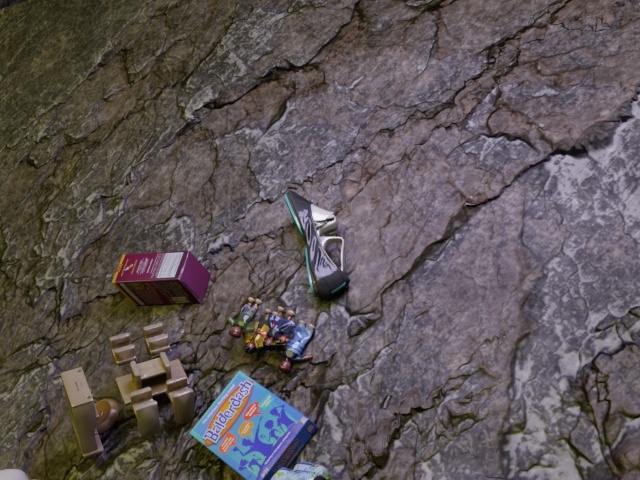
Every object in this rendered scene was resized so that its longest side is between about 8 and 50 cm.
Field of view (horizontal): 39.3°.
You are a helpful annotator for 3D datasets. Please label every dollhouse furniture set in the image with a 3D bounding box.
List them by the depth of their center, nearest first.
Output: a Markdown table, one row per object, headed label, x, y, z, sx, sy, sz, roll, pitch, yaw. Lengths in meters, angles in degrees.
| label | x | y | z | sx | sy | sz | roll | pitch | yaw |
| --- | --- | --- | --- | --- | --- | --- | --- | --- | --- |
| dollhouse furniture set | -0.397 | 0.325 | 1.862 | 0.242 | 0.161 | 0.212 | -15 | 43 | -20 |

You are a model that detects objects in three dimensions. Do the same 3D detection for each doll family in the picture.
| label | x | y | z | sx | sy | sz | roll | pitch | yaw |
| --- | --- | --- | --- | --- | --- | --- | --- | --- | --- |
| doll family | -0.102 | 0.196 | 1.824 | 0.193 | 0.076 | 0.111 | 13 | 58 | 32 |

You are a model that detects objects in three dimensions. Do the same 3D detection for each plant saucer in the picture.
| label | x | y | z | sx | sy | sz | roll | pitch | yaw |
| --- | --- | --- | --- | --- | --- | --- | --- | --- | --- |
| plant saucer | -0.473 | 0.375 | 1.930 | 0.083 | 0.015 | 0.083 | -15 | 50 | 18 |

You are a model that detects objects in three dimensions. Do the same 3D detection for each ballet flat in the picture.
| label | x | y | z | sx | sy | sz | roll | pitch | yaw |
| --- | --- | --- | --- | --- | --- | --- | --- | --- | --- |
| ballet flat | 0.000 | 0.000 | 1.914 | 0.096 | 0.095 | 0.280 | -19 | 58 | 2 |

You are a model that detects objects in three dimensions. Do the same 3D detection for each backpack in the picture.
| label | x | y | z | sx | sy | sz | roll | pitch | yaw |
| --- | --- | --- | --- | --- | --- | --- | --- | --- | --- |
| backpack | -0.032 | 0.445 | 1.576 | 0.114 | 0.105 | 0.084 | 2 | 35 | 31 |

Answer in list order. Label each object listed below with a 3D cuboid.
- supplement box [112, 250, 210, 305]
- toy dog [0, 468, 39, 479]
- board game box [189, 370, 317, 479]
| label | x | y | z | sx | sy | sz | roll | pitch | yaw |
| --- | --- | --- | --- | --- | --- | --- | --- | --- | --- |
| supplement box | -0.360 | 0.086 | 2.028 | 0.188 | 0.104 | 0.081 | -4 | 54 | 26 |
| toy dog | -0.678 | 0.648 | 1.679 | 0.284 | 0.395 | 0.408 | -51 | 38 | 39 |
| board game box | -0.132 | 0.366 | 1.725 | 0.210 | 0.047 | 0.160 | 25 | 71 | 41 |
